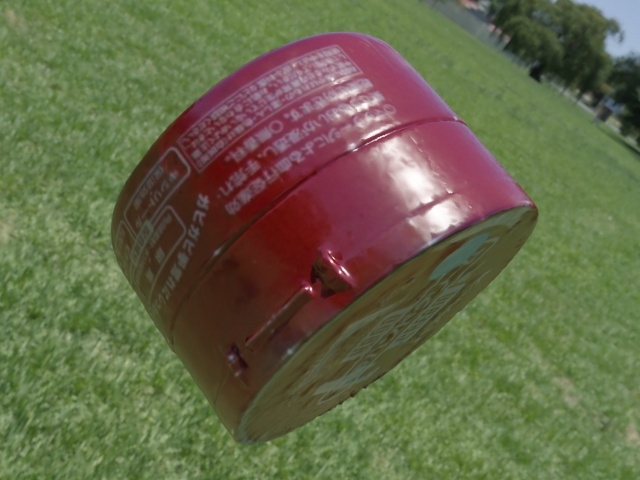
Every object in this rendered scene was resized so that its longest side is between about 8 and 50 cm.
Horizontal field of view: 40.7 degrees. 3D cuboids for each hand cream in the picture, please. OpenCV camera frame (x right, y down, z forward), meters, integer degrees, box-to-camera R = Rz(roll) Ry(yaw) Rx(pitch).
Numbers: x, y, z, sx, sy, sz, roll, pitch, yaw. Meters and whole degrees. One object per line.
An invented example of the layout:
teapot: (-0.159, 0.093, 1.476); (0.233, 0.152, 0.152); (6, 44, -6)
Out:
hand cream: (0.000, 0.000, 0.518); (0.149, 0.230, 0.230); (50, 20, 17)
